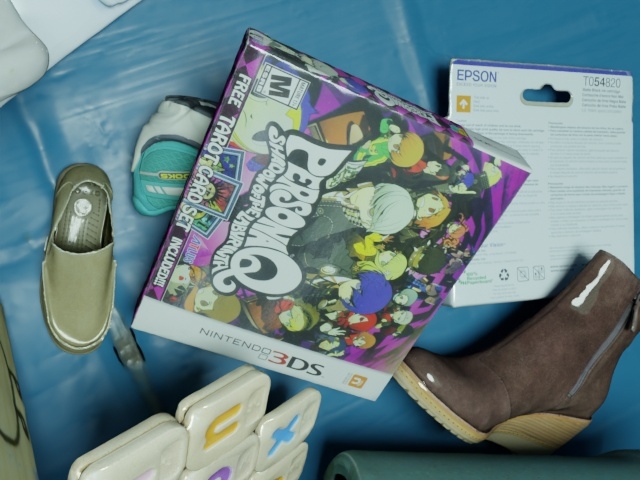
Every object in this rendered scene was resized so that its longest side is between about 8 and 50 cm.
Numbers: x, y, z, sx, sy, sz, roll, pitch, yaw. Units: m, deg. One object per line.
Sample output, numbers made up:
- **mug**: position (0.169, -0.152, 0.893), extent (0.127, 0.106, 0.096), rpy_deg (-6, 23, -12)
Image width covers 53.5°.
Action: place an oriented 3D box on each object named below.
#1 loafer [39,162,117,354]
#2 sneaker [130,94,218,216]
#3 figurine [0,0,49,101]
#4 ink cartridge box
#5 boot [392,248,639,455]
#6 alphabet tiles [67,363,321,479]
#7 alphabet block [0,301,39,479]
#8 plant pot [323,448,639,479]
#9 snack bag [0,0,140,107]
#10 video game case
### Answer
- **loafer**: position (-0.182, 0.015, 0.476), extent (0.056, 0.050, 0.148), rpy_deg (-1, 94, -20)
- **sneaker**: position (-0.019, -0.023, 0.525), extent (0.275, 0.107, 0.110), rpy_deg (22, 105, -15)
- **figurine**: position (-0.272, -0.061, 0.287), extent (0.214, 0.092, 0.209), rpy_deg (19, 64, 5)
- **ink cartridge box**: position (0.208, -0.055, 0.618), extent (0.223, 0.045, 0.224), rpy_deg (-2, 93, -21)
- **boot**: position (0.193, 0.090, 0.585), extent (0.248, 0.090, 0.207), rpy_deg (31, 96, -33)
- **alphabet tiles**: position (-0.106, 0.217, 0.438), extent (0.278, 0.021, 0.284), rpy_deg (-24, 136, -46)
- **alphabet block**: position (-0.276, 0.100, 0.333), extent (0.193, 0.192, 0.197), rpy_deg (-17, 60, -20)
- **plant pot**: position (0.162, 0.308, 0.485), extent (0.334, 0.341, 0.341), rpy_deg (10, 90, -8)
- **snack bag**: position (-0.226, -0.280, 0.398), extent (0.342, 0.037, 0.323), rpy_deg (-43, 125, -13)
- **video game case**: position (0.000, 0.000, 0.460), extent (0.210, 0.042, 0.232), rpy_deg (21, 117, -17)
